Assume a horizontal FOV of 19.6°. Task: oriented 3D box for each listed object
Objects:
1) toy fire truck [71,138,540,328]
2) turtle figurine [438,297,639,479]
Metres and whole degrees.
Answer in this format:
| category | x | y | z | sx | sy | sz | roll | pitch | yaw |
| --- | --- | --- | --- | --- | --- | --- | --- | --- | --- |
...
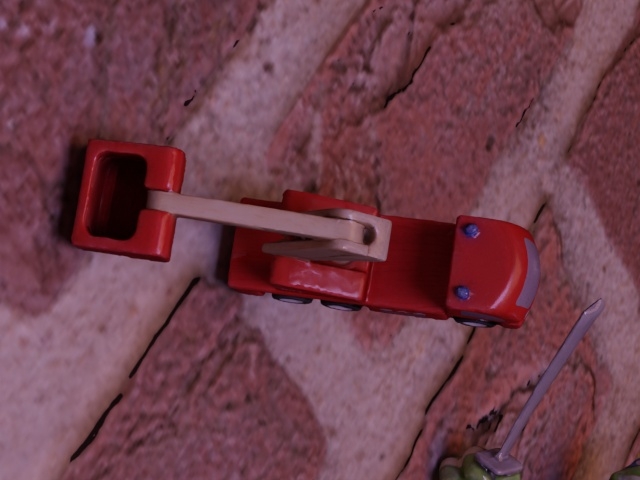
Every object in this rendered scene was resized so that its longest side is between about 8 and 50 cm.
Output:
| category | x | y | z | sx | sy | sz | roll | pitch | yaw |
| --- | --- | --- | --- | --- | --- | --- | --- | --- | --- |
| toy fire truck | 0.000 | 0.000 | 0.810 | 0.135 | 0.192 | 0.047 | 50 | 48 | -79 |
| turtle figurine | 0.143 | 0.194 | 0.975 | 0.198 | 0.275 | 0.266 | 36 | 61 | -10 |
